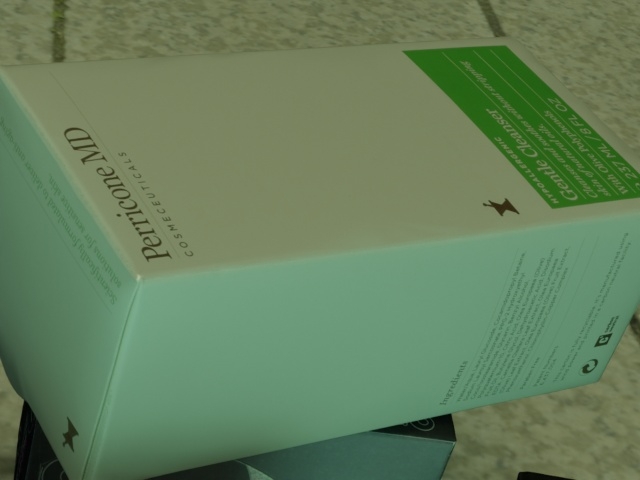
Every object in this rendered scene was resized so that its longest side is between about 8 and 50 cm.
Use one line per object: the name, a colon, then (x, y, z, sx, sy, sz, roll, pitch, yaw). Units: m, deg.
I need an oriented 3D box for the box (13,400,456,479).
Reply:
box: (-0.062, 0.125, 1.020, 0.247, 0.163, 0.142, 9, 34, -11)

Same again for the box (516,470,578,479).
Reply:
box: (0.260, 0.242, 0.962, 0.296, 0.073, 0.293, 11, 15, 1)

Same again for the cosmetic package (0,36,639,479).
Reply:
cosmetic package: (0.000, 0.000, 0.940, 0.366, 0.155, 0.197, -8, 43, -35)
